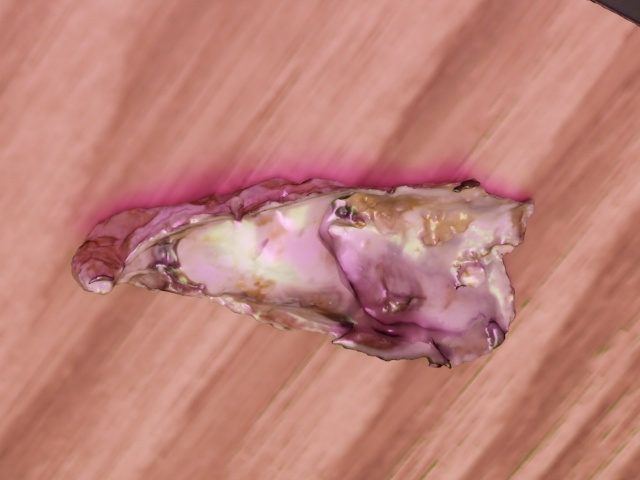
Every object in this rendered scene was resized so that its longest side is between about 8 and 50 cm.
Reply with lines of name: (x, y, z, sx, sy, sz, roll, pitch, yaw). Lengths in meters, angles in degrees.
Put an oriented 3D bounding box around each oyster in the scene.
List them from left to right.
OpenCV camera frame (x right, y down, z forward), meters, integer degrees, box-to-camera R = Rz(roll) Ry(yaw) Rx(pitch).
oyster: (0.002, 0.001, 0.761, 0.199, 0.061, 0.106, 22, 97, -21)

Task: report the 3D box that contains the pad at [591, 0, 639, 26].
pad: (0.227, -0.168, 0.712, 0.163, 0.004, 0.243, 23, 114, -19)
